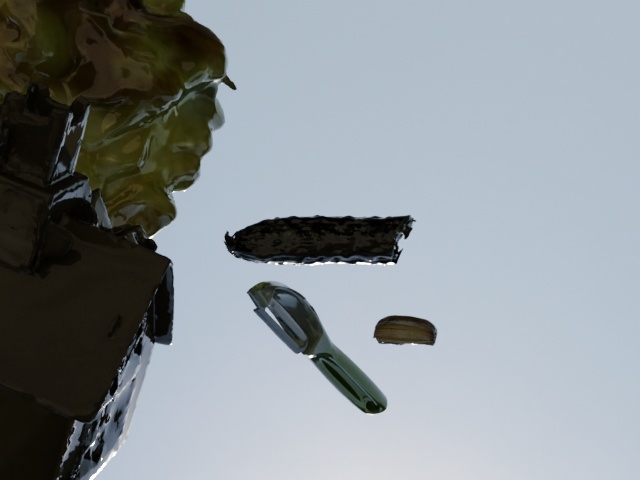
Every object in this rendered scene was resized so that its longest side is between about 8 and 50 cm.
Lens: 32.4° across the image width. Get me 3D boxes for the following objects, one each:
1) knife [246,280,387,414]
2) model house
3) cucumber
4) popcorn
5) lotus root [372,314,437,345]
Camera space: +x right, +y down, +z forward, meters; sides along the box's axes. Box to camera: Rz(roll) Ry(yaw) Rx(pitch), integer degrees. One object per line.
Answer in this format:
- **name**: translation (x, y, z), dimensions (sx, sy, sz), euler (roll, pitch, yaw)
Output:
- **knife**: translation (0.001, 0.060, 0.606), dimensions (0.022, 0.184, 0.026), euler (-4, -119, 23)
- **model house**: translation (-0.198, 0.011, 0.739), dimensions (0.211, 0.243, 0.204), euler (21, -160, 6)
- **cucumber**: translation (0.000, 0.000, 1.034), dimensions (0.182, 0.053, 0.053), euler (-1, -139, -7)
- **popcorn**: translation (-0.242, -0.107, 1.008), dimensions (0.312, 0.312, 0.312), euler (6, -140, -5)
- **lotus root**: translation (0.110, 0.114, 1.427), dimensions (0.083, 0.037, 0.030), euler (2, -160, 15)
